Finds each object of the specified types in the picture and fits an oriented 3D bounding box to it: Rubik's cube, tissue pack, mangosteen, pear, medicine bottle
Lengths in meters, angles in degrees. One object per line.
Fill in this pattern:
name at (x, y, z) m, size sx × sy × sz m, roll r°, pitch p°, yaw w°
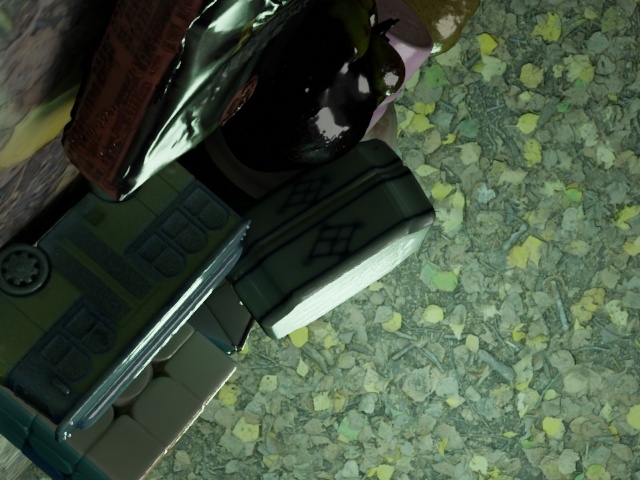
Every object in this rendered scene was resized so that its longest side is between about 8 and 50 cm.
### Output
Rubik's cube at (-0.229, 0.082, 1.793) m, size 0.221 × 0.231 × 0.224 m, roll -67°, pitch -170°, yaw -17°
tissue pack at (-0.073, -0.195, 0.737) m, size 0.332 × 0.123 × 0.245 m, roll -49°, pitch -177°, yaw 47°
mangosteen at (-0.014, -0.196, 1.107) m, size 0.243 × 0.243 × 0.243 m, roll -49°, pitch -179°, yaw 1°
pear at (0.142, -0.390, 1.469) m, size 0.188 × 0.211 × 0.228 m, roll -52°, pitch -177°, yaw -30°
Rubik's cube at (-0.367, 0.260, 1.590) m, size 0.291 × 0.290 × 0.292 m, roll -50°, pitch -178°, yaw -32°
medicine bottle at (-0.008, -0.220, 1.332) m, size 0.316 × 0.202 × 0.202 m, roll -48°, pitch -179°, yaw 29°

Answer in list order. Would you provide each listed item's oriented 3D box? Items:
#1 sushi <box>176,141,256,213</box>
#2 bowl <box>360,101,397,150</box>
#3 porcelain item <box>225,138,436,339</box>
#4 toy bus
sushi at (-0.213, -0.010, 1.424) m, size 0.350 × 0.171 × 0.211 m, roll -49°, pitch -177°, yaw -21°
bowl at (-0.022, -0.187, 1.562) m, size 0.277 × 0.277 × 0.145 m, roll -49°, pitch 153°, yaw 19°
porcelain item at (0.000, 0.000, 1.278) m, size 0.285 × 0.157 × 0.281 m, roll -33°, pitch 171°, yaw -5°
toy bus at (-0.244, 0.051, 1.041) m, size 0.312 × 0.190 × 0.152 m, roll -49°, pitch -179°, yaw -23°
